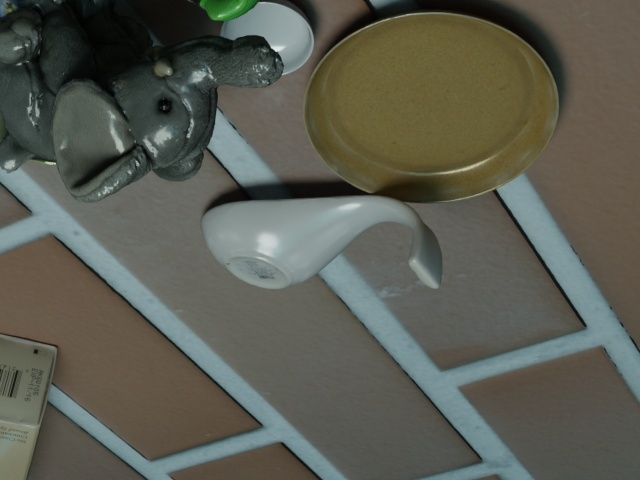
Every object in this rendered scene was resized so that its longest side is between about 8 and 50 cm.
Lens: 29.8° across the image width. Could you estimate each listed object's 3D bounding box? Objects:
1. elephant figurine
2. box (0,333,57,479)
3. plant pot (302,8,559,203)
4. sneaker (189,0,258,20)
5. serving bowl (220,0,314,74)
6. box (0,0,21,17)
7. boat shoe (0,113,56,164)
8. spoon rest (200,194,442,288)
[{"bbox_3d":[-0.157,-0.105,0.987,0.239,0.169,0.186,37,157,25],"label":"elephant figurine"},{"bbox_3d":[-0.430,0.252,1.510,0.147,0.121,0.311,12,137,-11],"label":"box"},{"bbox_3d":[0.102,-0.126,1.122,0.236,0.032,0.236,2,138,2],"label":"plant pot"},{"bbox_3d":[-0.179,-0.276,0.889,0.343,0.146,0.134,19,136,-15],"label":"sneaker"},{"bbox_3d":[-0.046,-0.186,1.068,0.083,0.027,0.083,2,138,2],"label":"serving bowl"},{"bbox_3d":[-0.261,-0.239,1.022,0.093,0.027,0.137,7,138,-5],"label":"box"},{"bbox_3d":[-0.264,-0.109,1.129,0.227,0.081,0.069,10,167,-5],"label":"boat shoe"},{"bbox_3d":[0.000,0.000,1.222,0.276,0.084,0.137,2,150,34],"label":"spoon rest"}]
